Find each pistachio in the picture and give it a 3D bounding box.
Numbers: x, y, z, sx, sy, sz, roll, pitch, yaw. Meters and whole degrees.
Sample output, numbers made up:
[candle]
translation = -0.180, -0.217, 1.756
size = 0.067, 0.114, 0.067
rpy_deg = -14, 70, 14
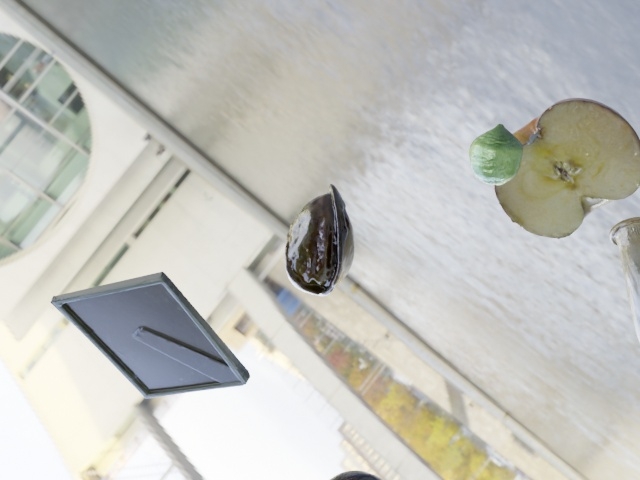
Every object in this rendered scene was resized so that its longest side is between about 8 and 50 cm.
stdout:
[pistachio]
translation = 0.000, 0.000, 1.481
size = 0.131, 0.210, 0.165
rpy_deg = 6, -165, -28

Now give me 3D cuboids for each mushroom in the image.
[mushroom]
translation = 0.532, 0.079, 1.286
size = 0.108, 0.096, 0.247
rpy_deg = 16, -123, -50

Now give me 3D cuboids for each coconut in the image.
[coconut]
translation = 0.273, -0.134, 1.258
size = 0.088, 0.096, 0.088
rpy_deg = 4, -166, -1

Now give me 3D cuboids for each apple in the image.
[apple]
translation = 0.494, -0.165, 1.642
size = 0.251, 0.293, 0.163
rpy_deg = 47, -153, -11

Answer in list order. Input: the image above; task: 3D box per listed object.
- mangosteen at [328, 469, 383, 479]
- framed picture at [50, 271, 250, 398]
[mangosteen]
translation = 0.100, 0.602, 1.704
size = 0.250, 0.211, 0.211
rpy_deg = 27, -178, -22
[framed picture]
translation = -0.240, 0.147, 1.169
size = 0.023, 0.189, 0.260
rpy_deg = -83, -28, -42
